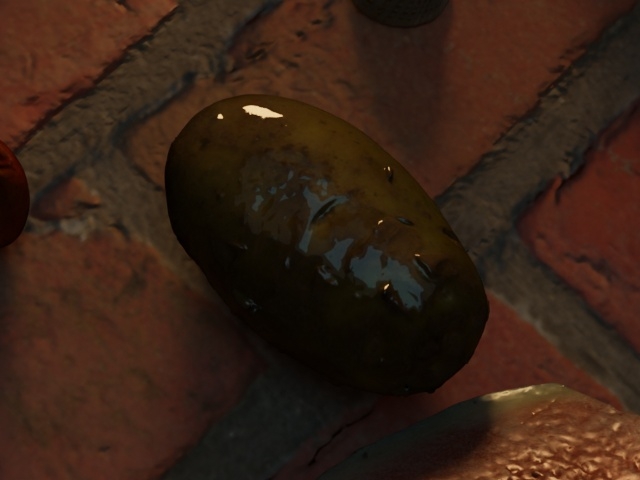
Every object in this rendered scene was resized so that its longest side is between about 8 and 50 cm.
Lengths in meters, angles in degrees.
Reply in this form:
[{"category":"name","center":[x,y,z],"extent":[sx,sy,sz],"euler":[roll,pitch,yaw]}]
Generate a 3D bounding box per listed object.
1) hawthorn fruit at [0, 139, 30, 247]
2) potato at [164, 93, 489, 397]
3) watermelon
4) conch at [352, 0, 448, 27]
[{"category":"hawthorn fruit","center":[-0.227,-0.035,0.968],"extent":[0.081,0.093,0.081],"euler":[3,68,-6]},{"category":"potato","center":[0.000,0.000,0.985],"extent":[0.251,0.113,0.149],"euler":[37,75,15]},{"category":"watermelon","center":[0.133,0.193,0.880],"extent":[0.213,0.201,0.261],"euler":[-28,71,-28]},{"category":"conch","center":[0.057,-0.198,1.102],"extent":[0.085,0.056,0.076],"euler":[19,79,-1]}]
